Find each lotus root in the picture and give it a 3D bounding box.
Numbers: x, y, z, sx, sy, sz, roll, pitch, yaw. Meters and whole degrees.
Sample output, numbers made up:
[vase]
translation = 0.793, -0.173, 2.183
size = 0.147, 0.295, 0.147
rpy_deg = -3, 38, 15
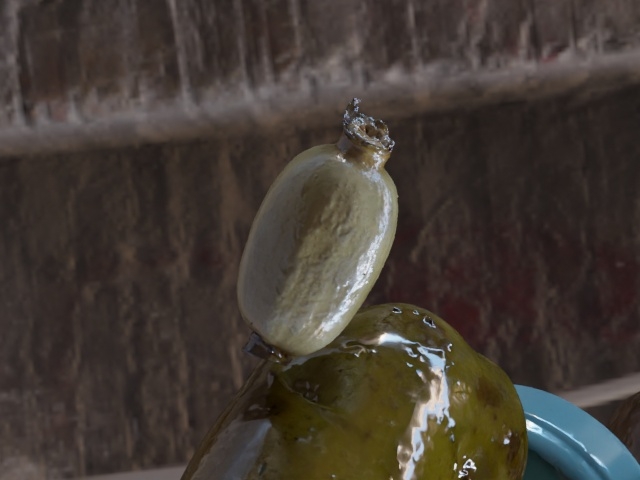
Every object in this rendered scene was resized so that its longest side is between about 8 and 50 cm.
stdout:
[lotus root]
translation = 0.000, 0.000, 0.647
size = 0.062, 0.073, 0.150
rpy_deg = 2, 114, -65

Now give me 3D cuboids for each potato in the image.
[potato]
translation = -0.019, 0.187, 0.688
size = 0.369, 0.176, 0.195
rpy_deg = -49, 176, -33

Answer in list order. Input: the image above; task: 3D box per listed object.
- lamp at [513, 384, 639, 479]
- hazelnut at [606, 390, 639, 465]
[lamp]
translation = 0.115, 0.194, 0.866
size = 0.147, 0.284, 0.209
rpy_deg = -46, 152, -62
[hazelnut]
translation = 0.493, 0.312, 1.352
size = 0.353, 0.421, 0.421
rpy_deg = -41, 137, -38
